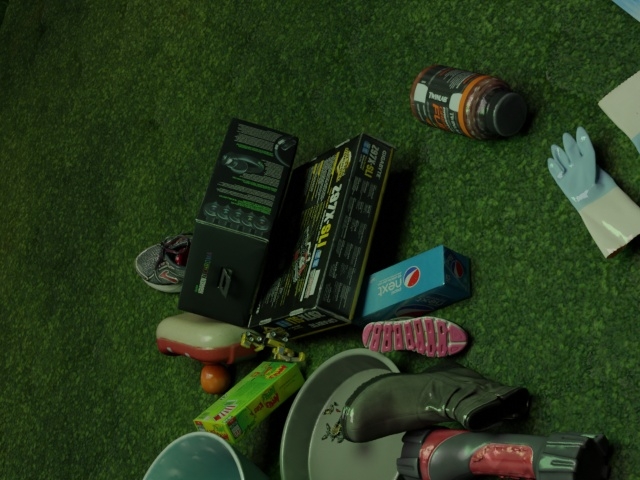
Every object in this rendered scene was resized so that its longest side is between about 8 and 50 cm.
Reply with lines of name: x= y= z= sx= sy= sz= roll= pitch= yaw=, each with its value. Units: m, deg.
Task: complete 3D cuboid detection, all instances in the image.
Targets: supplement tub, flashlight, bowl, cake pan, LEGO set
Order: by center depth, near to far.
flashlight: x=0.245 y=0.311 z=1.701 sx=0.304 sy=0.103 sz=0.103 roll=-4 pitch=89 yaw=48
LEGO set: x=0.027 y=0.293 z=1.945 sx=0.054 sy=0.023 sz=0.083 roll=-31 pitch=36 yaw=33
cake pan: x=0.052 y=0.318 z=1.959 sx=0.293 sy=0.054 sz=0.293 roll=-26 pitch=52 yaw=40
supplement tub: x=0.240 y=-0.220 z=1.985 sx=0.198 sy=0.106 sz=0.106 roll=24 pitch=90 yaw=53
bowl: x=-0.166 y=0.485 z=2.037 sx=0.311 sy=0.163 sz=0.311 roll=-27 pitch=52 yaw=40

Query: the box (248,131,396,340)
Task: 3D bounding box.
box: x=0.000 y=0.000 z=2.105 sx=0.257 sy=0.079 sz=0.322 roll=-21 pitch=49 yaw=58

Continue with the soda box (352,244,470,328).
soda box: x=0.139 y=0.080 z=1.972 sx=0.210 sy=0.067 sz=0.071 roll=-26 pitch=53 yaw=40

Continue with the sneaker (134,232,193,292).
sneaker: x=-0.279 y=0.031 z=2.455 sx=0.299 sy=0.112 sz=0.121 roll=-7 pitch=66 yaw=49

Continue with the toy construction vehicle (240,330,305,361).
toy construction vehicle: x=-0.084 y=0.188 z=2.140 sx=0.086 sy=0.098 sz=0.035 roll=-22 pitch=45 yaw=59

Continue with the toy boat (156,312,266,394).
toy boat: x=-0.201 y=0.210 z=2.270 sx=0.231 sy=0.151 sz=0.151 roll=8 pitch=106 yaw=51

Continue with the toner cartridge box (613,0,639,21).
toner cartridge box: x=0.521 y=-0.367 z=1.758 sx=0.165 sy=0.075 sz=0.348 roll=-54 pitch=40 yaw=17

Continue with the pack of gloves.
pack of gloves: x=0.441 y=-0.105 z=1.755 sx=0.195 sy=0.046 sz=0.232 roll=-37 pitch=48 yaw=15

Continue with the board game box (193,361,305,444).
board game box: x=-0.120 y=0.275 z=2.106 sx=0.092 sy=0.043 sz=0.181 roll=-3 pitch=28 yaw=48

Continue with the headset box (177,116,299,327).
headset box: x=-0.148 y=-0.024 z=2.168 sx=0.246 sy=0.131 sz=0.283 roll=108 pitch=177 yaw=-46

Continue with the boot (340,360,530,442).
boot: x=0.164 y=0.234 z=1.738 sx=0.161 sy=0.246 sz=0.083 roll=13 pitch=115 yaw=56

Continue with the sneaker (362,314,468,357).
sneaker: x=0.155 y=0.146 z=1.925 sx=0.170 sy=0.075 sz=0.063 roll=-3 pitch=94 yaw=27
